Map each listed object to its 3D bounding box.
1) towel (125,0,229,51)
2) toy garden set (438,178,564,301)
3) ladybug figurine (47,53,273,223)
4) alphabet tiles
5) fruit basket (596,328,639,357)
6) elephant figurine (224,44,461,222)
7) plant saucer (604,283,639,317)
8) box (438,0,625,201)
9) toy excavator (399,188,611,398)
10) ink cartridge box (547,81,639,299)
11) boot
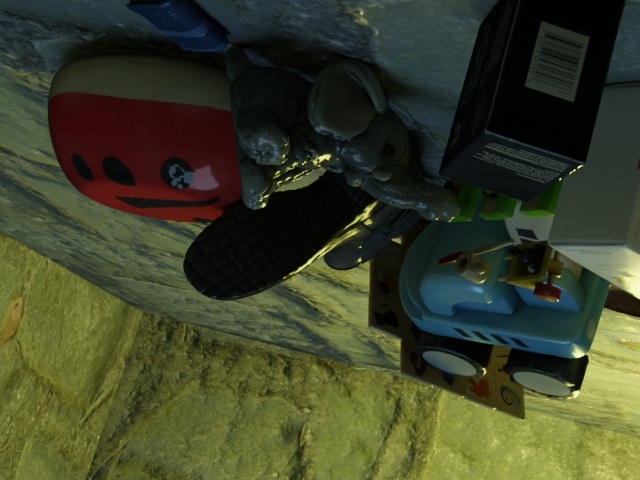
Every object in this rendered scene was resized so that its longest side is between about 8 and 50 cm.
[{"bbox_3d":[-0.156,-0.241,1.381,0.067,0.029,0.119,9,165,32],"label":"towel"},{"bbox_3d":[0.203,-0.038,1.368,0.049,0.203,0.244,26,164,-31],"label":"toy garden set"},{"bbox_3d":[-0.202,-0.124,1.651,0.305,0.162,0.449,27,165,-35],"label":"ladybug figurine"},{"bbox_3d":[0.214,0.116,1.909,0.342,0.285,0.011,23,138,-25],"label":"alphabet tiles"},{"bbox_3d":[0.617,0.209,1.920,0.327,0.165,0.353,9,173,35],"label":"fruit basket"},{"bbox_3d":[0.024,-0.120,1.416,0.239,0.186,0.169,-7,-154,-4],"label":"elephant figurine"},{"bbox_3d":[0.471,0.076,1.894,0.199,0.036,0.198,16,167,4],"label":"plant saucer"},{"bbox_3d":[0.182,-0.132,1.098,0.093,0.156,0.158,18,168,-6],"label":"box"},{"bbox_3d":[0.265,0.018,1.591,0.433,0.222,0.445,8,156,33],"label":"toy excavator"},{"bbox_3d":[0.354,-0.031,1.263,0.237,0.172,0.100,27,163,-37],"label":"ink cartridge box"},{"bbox_3d":[0.000,0.000,1.625,0.338,0.118,0.222,-28,160,-1],"label":"boot"}]
